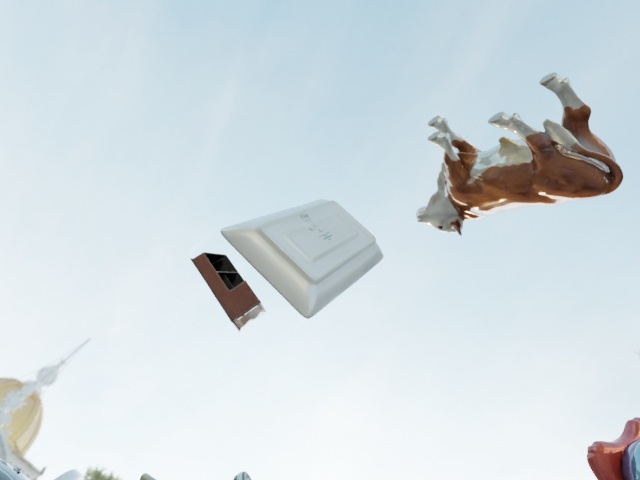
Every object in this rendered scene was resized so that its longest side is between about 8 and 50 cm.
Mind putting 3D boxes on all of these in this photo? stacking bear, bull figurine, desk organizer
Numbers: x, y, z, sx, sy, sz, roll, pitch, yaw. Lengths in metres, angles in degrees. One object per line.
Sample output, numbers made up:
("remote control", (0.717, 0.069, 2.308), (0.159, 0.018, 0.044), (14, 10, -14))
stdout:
("stacking bear", (0.634, 0.388, 0.714), (0.289, 0.175, 0.164), (106, -39, -63))
("bull figurine", (0.251, -0.102, 0.633), (0.188, 0.101, 0.310), (49, -32, -21))
("desk organizer", (-0.140, 0.069, 0.660), (0.130, 0.050, 0.047), (49, -15, 26))

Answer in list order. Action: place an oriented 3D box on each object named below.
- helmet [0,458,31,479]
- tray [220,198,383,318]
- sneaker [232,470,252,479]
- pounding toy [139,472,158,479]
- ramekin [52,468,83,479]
("helmet", (-0.314, 0.222, 0.309), (0.161, 0.169, 0.169), (20, -59, 0))
("tray", (0.000, 0.000, 0.586), (0.145, 0.270, 0.030), (42, -63, 11))
("sneaker", (-0.205, 0.612, 0.906), (0.163, 0.086, 0.226), (-10, -92, -2))
("pounding toy", (-0.296, 0.492, 0.661), (0.183, 0.237, 0.110), (-6, -80, 32))
("ramekin", (-0.512, 0.558, 0.759), (0.127, 0.273, 0.273), (42, -58, 5))
